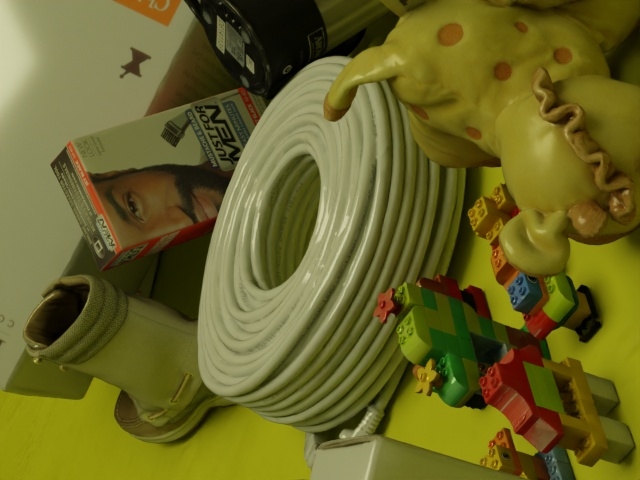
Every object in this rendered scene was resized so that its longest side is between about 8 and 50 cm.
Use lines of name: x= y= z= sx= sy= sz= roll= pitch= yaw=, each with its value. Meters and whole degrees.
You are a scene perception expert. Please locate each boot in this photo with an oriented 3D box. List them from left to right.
boot: x=-0.155 y=0.091 z=1.317 sx=0.213 sy=0.165 sz=0.077 roll=-30 pitch=46 yaw=54

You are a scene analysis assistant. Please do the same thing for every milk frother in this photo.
milk frother: x=-0.033 y=-0.191 z=1.255 sx=0.135 sy=0.143 sz=0.129 roll=-33 pitch=-6 yaw=-21

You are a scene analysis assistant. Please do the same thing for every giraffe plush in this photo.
giraffe plush: x=0.126 y=-0.069 z=0.895 sx=0.170 sy=0.210 sz=0.181 roll=49 pitch=117 yaw=29

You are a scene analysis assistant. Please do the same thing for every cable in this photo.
cable: x=0.000 y=0.000 z=1.158 sx=0.257 sy=0.089 sz=0.257 roll=-63 pitch=26 yaw=16

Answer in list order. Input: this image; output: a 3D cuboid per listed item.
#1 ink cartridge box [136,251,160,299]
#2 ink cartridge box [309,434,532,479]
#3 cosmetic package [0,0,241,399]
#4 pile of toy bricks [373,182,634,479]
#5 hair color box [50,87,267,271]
ink cartridge box: x=-0.210 y=0.007 z=1.549 sx=0.067 sy=0.115 sz=0.198 roll=-22 pitch=53 yaw=59
ink cartridge box: x=0.052 y=0.285 z=0.747 sx=0.069 sy=0.176 sz=0.370 roll=-22 pitch=53 yaw=59
cosmetic package: x=-0.216 y=-0.120 z=1.408 sx=0.453 sy=0.230 sz=0.161 roll=-64 pitch=-15 yaw=-1
pile of toy bricks: x=0.080 y=0.054 z=0.937 sx=0.118 sy=0.105 sz=0.212 roll=-54 pitch=30 yaw=32
hair color box: x=-0.106 y=-0.049 z=1.279 sx=0.093 sy=0.167 sz=0.053 roll=64 pitch=148 yaw=8
